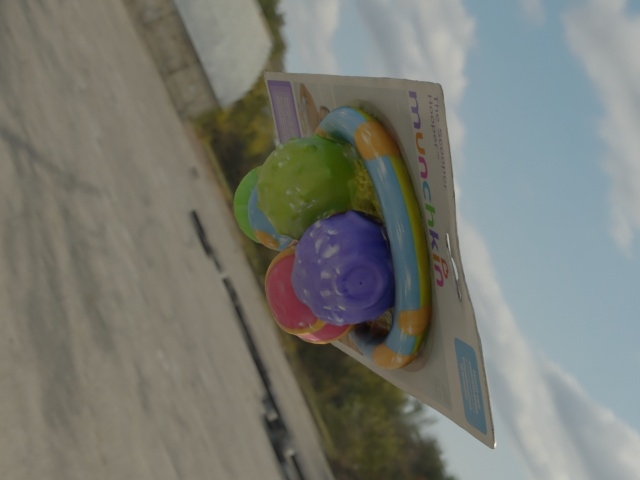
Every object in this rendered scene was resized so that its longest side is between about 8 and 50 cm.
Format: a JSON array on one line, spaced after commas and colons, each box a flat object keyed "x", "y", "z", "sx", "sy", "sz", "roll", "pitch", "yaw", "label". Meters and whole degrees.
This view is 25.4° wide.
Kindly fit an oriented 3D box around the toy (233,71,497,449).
[{"x": 0.000, "y": 0.000, "z": 0.614, "sx": 0.237, "sy": 0.056, "sz": 0.136, "roll": -149, "pitch": -133, "yaw": -74, "label": "toy"}]
